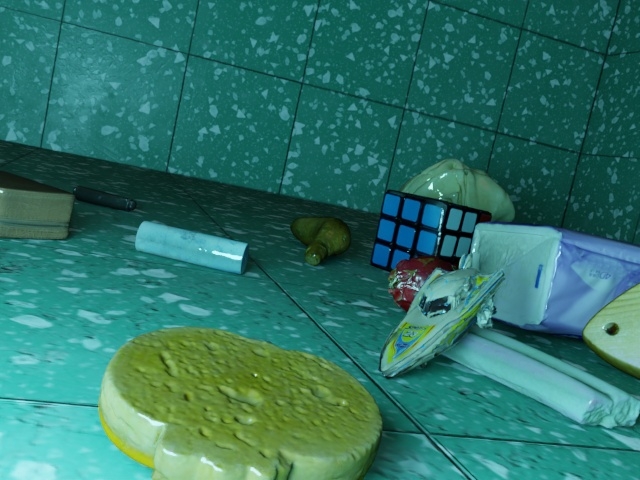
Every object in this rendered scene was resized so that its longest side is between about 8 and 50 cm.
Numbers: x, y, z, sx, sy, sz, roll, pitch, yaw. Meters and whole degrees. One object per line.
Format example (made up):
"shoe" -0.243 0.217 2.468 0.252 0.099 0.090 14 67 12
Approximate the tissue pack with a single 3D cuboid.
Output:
"tissue pack" 0.429 0.077 1.052 0.339 0.160 0.242 12 2 -15

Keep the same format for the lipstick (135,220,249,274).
"lipstick" -0.185 0.010 0.981 0.158 0.048 0.048 12 7 5

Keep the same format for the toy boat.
"toy boat" 0.120 0.084 0.701 0.084 0.066 0.210 3 26 38

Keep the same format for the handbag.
"handbag" -0.453 -0.054 0.941 0.193 0.072 0.151 18 8 26

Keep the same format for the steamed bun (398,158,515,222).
"steamed bun" 0.310 -0.070 1.748 0.203 0.276 0.289 -11 46 -46

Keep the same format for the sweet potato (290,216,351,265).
"sweet potato" 0.007 -0.001 1.349 0.108 0.079 0.346 -17 11 -4

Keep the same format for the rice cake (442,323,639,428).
"rice cake" 0.208 0.132 0.698 0.080 0.042 0.222 9 8 -35

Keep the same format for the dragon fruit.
"dragon fruit" 0.174 0.075 0.951 0.191 0.094 0.094 22 -1 -41

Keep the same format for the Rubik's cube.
"Rubik's cube" 0.218 -0.004 1.349 0.163 0.162 0.161 7 9 -44

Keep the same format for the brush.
"brush" 0.484 0.124 0.854 0.267 0.174 0.166 -12 -31 42

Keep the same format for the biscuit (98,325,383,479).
"biscuit" -0.048 0.110 0.400 0.170 0.050 0.170 14 14 -4

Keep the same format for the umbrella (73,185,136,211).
"umbrella" -0.440 -0.084 1.387 0.133 0.031 0.036 14 8 8
